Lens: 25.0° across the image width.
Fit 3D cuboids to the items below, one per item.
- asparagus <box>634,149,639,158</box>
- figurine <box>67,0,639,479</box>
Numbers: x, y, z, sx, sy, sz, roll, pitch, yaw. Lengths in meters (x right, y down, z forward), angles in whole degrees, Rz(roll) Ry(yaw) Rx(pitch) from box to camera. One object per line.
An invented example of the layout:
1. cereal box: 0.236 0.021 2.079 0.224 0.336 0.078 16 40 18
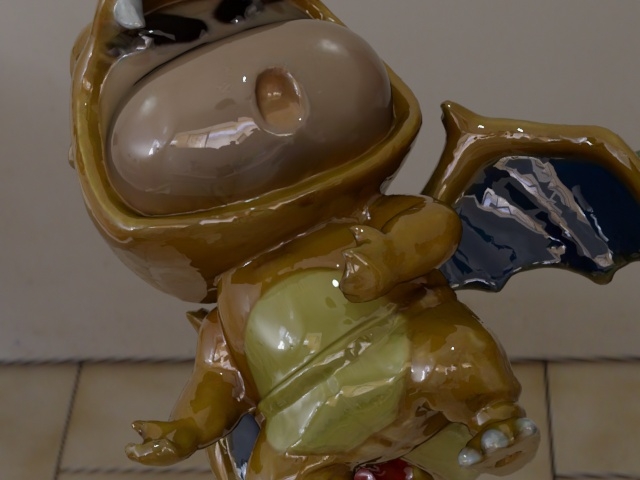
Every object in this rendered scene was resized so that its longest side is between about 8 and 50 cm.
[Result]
1. asparagus: 0.211 -0.053 0.969 0.114 0.015 0.014 -19 48 15
2. figurine: -0.028 0.021 0.927 0.268 0.401 0.387 -9 61 -47
